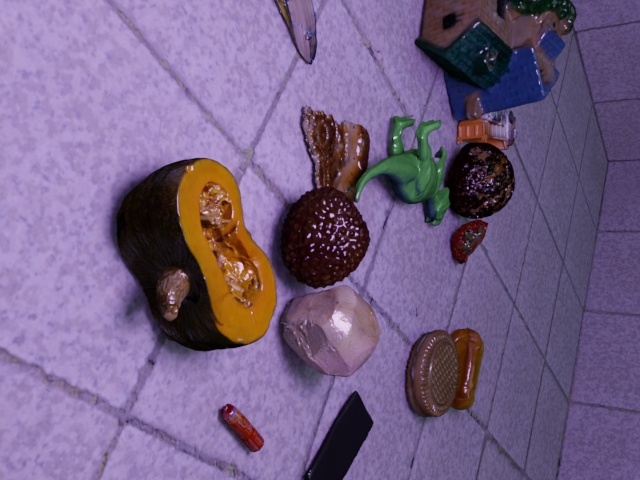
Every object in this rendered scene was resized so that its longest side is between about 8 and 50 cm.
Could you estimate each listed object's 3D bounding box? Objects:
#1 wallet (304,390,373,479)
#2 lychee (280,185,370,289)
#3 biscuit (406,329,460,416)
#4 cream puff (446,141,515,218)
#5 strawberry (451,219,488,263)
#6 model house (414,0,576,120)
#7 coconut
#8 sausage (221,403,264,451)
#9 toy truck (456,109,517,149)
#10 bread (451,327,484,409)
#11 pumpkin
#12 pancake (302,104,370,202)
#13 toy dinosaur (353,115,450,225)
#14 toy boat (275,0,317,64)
[{"bbox_3d":[0.043,0.468,1.452,0.244,0.025,0.124,-52,131,-39],"label":"wallet"},{"bbox_3d":[0.000,0.000,1.262,0.188,0.188,0.188,-2,93,-55],"label":"lychee"},{"bbox_3d":[0.315,0.372,1.790,0.259,0.079,0.259,2,88,-55],"label":"biscuit"},{"bbox_3d":[0.484,-0.175,1.923,0.239,0.165,0.239,-29,129,-44],"label":"cream puff"},{"bbox_3d":[0.455,-0.001,1.972,0.146,0.082,0.187,-46,159,-1],"label":"strawberry"},{"bbox_3d":[0.479,-0.540,1.796,0.382,0.335,0.342,22,71,-42],"label":"model house"},{"bbox_3d":[0.029,0.184,1.297,0.194,0.194,0.194,-2,93,-55],"label":"coconut"},{"bbox_3d":[-0.145,0.339,1.175,0.034,0.034,0.129,-59,135,-36],"label":"sausage"},{"bbox_3d":[0.537,-0.354,2.057,0.270,0.114,0.135,-7,96,-53],"label":"toy truck"},{"bbox_3d":[0.426,0.383,1.934,0.094,0.102,0.245,44,57,-54],"label":"bread"},{"bbox_3d":[-0.197,0.036,1.002,0.222,0.139,0.317,-47,129,-47],"label":"pumpkin"},{"bbox_3d":[0.026,-0.178,1.381,0.244,0.057,0.266,53,49,-41],"label":"pancake"},{"bbox_3d":[0.203,-0.106,1.616,0.500,0.144,0.374,-47,140,-39],"label":"toy dinosaur"},{"bbox_3d":[-0.042,-0.449,1.281,0.084,0.066,0.210,-26,127,-16],"label":"toy boat"}]
